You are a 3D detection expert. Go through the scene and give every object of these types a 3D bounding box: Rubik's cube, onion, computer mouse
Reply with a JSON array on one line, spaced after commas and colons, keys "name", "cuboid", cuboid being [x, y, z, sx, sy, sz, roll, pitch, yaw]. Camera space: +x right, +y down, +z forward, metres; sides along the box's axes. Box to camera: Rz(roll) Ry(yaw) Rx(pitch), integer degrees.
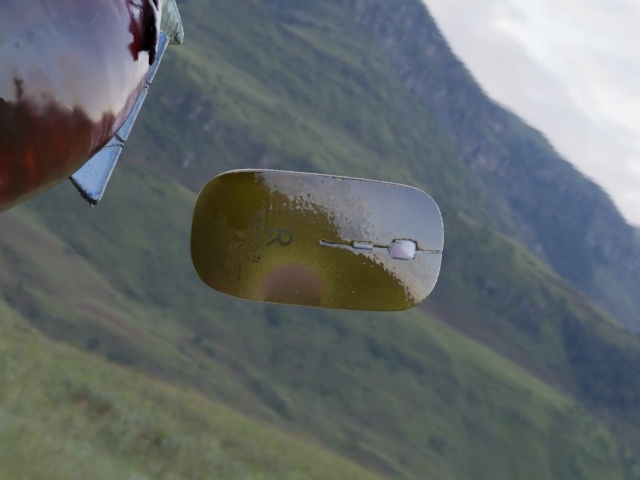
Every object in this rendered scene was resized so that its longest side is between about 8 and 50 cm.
[{"name": "Rubik's cube", "cuboid": [-0.240, -0.170, 1.182, 0.190, 0.178, 0.211, 47, -6, -24]}, {"name": "onion", "cuboid": [-0.243, -0.123, 0.677, 0.314, 0.314, 0.232, 27, -37, 20]}, {"name": "computer mouse", "cuboid": [0.000, 0.000, 1.107, 0.245, 0.126, 0.056, 7, 2, -10]}]

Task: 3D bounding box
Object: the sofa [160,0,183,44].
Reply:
[{"name": "sofa", "cuboid": [-0.320, -0.321, 1.566, 0.210, 0.225, 0.176, -146, -143, -69]}]
